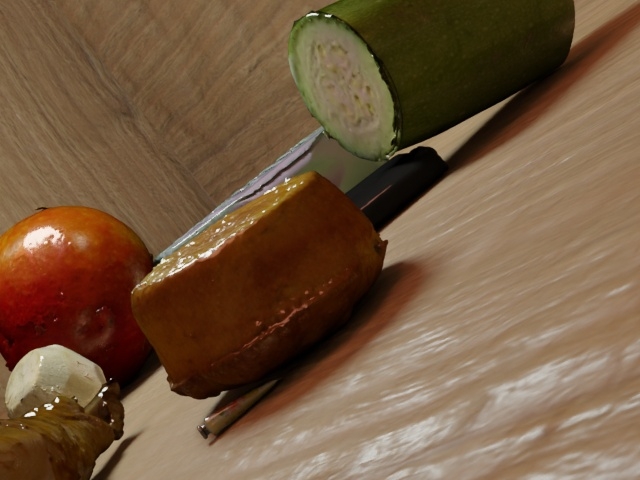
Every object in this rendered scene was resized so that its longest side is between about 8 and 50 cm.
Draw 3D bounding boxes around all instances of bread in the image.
[{"bbox_3d":[-0.076,0.054,1.299,0.312,0.172,0.312,-35,6,5],"label":"bread"}]

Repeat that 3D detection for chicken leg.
[{"bbox_3d":[-0.379,0.298,1.416,0.295,0.182,0.409,-53,-4,23],"label":"chicken leg"}]

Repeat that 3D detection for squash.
[{"bbox_3d":[0.174,-0.303,1.773,0.384,0.263,0.263,-30,2,-26],"label":"squash"}]

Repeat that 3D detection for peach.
[{"bbox_3d":[-0.463,0.118,2.097,0.370,0.370,0.370,-38,7,5],"label":"peach"}]

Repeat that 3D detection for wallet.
[{"bbox_3d":[-0.001,-0.001,1.731,0.406,0.062,0.228,-39,6,-12],"label":"wallet"}]

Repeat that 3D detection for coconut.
[{"bbox_3d":[-0.430,0.264,1.884,0.161,0.162,0.161,-34,38,32],"label":"coconut"}]

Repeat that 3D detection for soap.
[{"bbox_3d":[-0.082,-0.053,2.145,0.446,0.156,0.261,-40,7,-19],"label":"soap"}]

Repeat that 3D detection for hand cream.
[{"bbox_3d":[-0.085,0.173,1.200,0.102,0.022,0.035,-35,-2,-13],"label":"hand cream"}]
